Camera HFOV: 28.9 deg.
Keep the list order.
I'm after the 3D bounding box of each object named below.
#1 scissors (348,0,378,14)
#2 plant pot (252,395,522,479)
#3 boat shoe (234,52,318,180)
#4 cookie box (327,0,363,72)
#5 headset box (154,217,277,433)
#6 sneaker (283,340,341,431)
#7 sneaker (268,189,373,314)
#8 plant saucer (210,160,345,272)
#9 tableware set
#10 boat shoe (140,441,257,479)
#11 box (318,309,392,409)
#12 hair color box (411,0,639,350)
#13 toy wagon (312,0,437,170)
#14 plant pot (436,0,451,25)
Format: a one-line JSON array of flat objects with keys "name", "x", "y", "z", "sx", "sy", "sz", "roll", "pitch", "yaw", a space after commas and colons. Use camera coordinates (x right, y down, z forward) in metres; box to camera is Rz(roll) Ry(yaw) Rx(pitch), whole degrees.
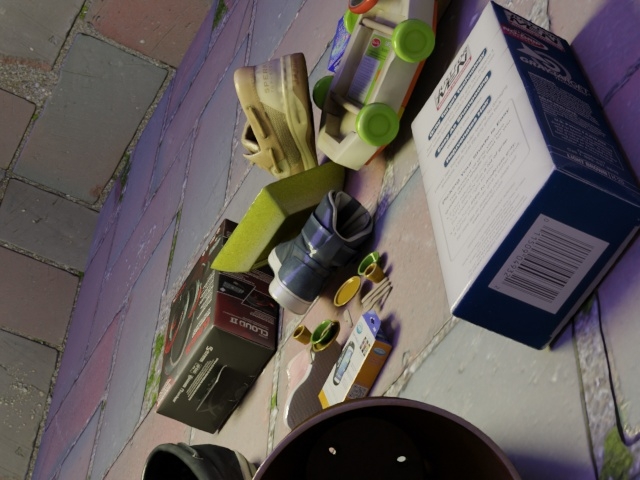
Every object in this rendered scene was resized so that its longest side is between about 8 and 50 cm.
[{"name": "scissors", "x": 0.105, "y": -0.361, "z": 1.635, "sx": 0.109, "sy": 0.021, "sz": 0.297, "roll": -68, "pitch": 20, "yaw": -4}, {"name": "plant pot", "x": 0.048, "y": 0.233, "z": 1.092, "sx": 0.254, "sy": 0.237, "sz": 0.237, "roll": -115, "pitch": 49, "yaw": -86}, {"name": "boat shoe", "x": -0.064, "y": -0.163, "z": 1.861, "sx": 0.341, "sy": 0.110, "sz": 0.121, "roll": 82, "pitch": -178, "yaw": -60}, {"name": "cookie box", "x": 0.056, "y": -0.337, "z": 2.050, "sx": 0.092, "sy": 0.040, "sz": 0.107, "roll": -41, "pitch": 31, "yaw": 56}, {"name": "headset box", "x": -0.161, "y": 0.144, "z": 1.979, "sx": 0.218, "sy": 0.110, "sz": 0.293, "roll": -55, "pitch": 21, "yaw": 34}, {"name": "sneaker", "x": -0.020, "y": 0.189, "z": 1.593, "sx": 0.070, "sy": 0.051, "sz": 0.134, "roll": -29, "pitch": 34, "yaw": 57}, {"name": "sneaker", "x": 0.002, "y": 0.001, "z": 1.725, "sx": 0.163, "sy": 0.086, "sz": 0.226, "roll": -55, "pitch": 11, "yaw": 11}, {"name": "plant saucer", "x": -0.050, "y": -0.027, "z": 1.843, "sx": 0.188, "sy": 0.045, "sz": 0.188, "roll": -24, "pitch": -23, "yaw": -48}, {"name": "tableware set", "x": 0.024, "y": 0.080, "z": 1.576, "sx": 0.154, "sy": 0.024, "sz": 0.104, "roll": -45, "pitch": 22, "yaw": 14}, {"name": "boat shoe", "x": -0.141, "y": 0.395, "z": 1.531, "sx": 0.186, "sy": 0.156, "sz": 0.500, "roll": -62, "pitch": 19, "yaw": 11}, {"name": "box", "x": 0.044, "y": 0.151, "z": 1.490, "sx": 0.136, "sy": 0.028, "sz": 0.081, "roll": -61, "pitch": 18, "yaw": 12}, {"name": "hair color box", "x": 0.188, "y": -0.074, "z": 1.202, "sx": 0.174, "sy": 0.105, "sz": 0.347, "roll": -57, "pitch": 20, "yaw": 29}, {"name": "toy wagon", "x": 0.089, "y": -0.271, "z": 1.718, "sx": 0.344, "sy": 0.068, "sz": 0.267, "roll": -66, "pitch": 19, "yaw": 9}, {"name": "plant pot", "x": 0.152, "y": -0.366, "z": 1.810, "sx": 0.236, "sy": 0.032, "sz": 0.236, "roll": -57, "pitch": 20, "yaw": 33}]
